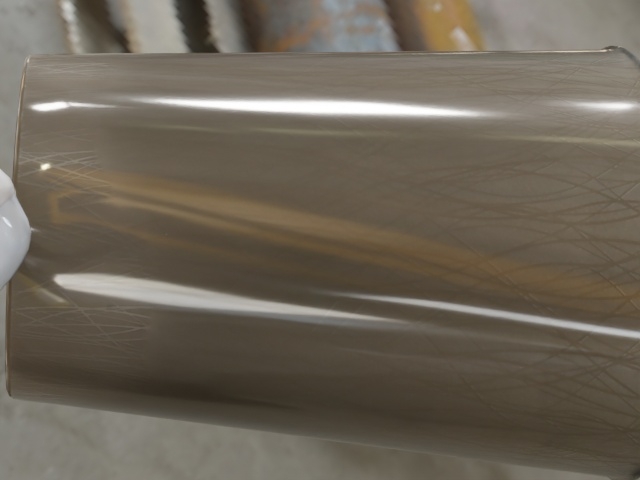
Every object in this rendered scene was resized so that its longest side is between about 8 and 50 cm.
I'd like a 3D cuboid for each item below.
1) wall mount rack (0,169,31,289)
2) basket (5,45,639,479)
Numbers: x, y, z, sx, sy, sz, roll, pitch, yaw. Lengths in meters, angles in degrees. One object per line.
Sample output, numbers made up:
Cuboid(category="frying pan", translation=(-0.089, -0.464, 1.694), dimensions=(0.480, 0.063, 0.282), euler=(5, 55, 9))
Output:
Cuboid(category="wall mount rack", translation=(-0.250, -0.013, 0.449), dimensions=(0.304, 0.130, 0.350), euler=(38, 48, -6))
Cuboid(category="basket", translation=(0.000, 0.000, 0.710), dimensions=(0.226, 0.154, 0.204), euler=(4, 25, -6))
